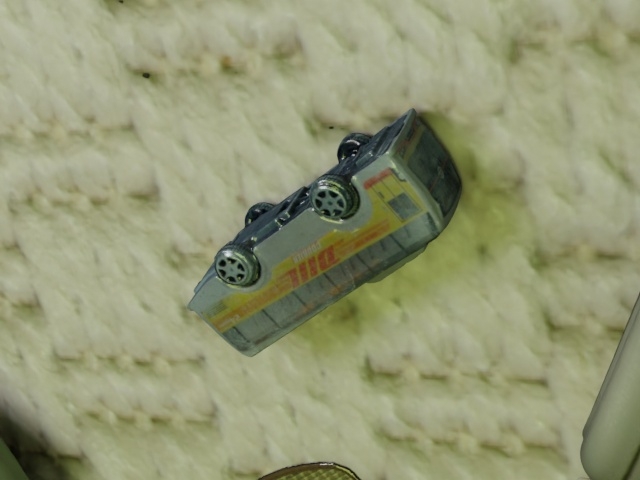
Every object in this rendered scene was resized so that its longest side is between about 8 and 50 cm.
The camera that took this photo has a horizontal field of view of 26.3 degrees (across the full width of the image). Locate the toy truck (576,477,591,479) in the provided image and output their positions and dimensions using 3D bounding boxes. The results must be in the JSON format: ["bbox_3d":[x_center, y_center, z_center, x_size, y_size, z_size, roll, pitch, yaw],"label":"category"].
[{"bbox_3d":[0.192,0.236,0.820,0.114,0.135,0.270,12,116,23],"label":"toy truck"}]

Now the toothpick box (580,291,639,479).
[{"bbox_3d":[0.305,0.062,0.632,0.316,0.229,0.229,21,123,13],"label":"toothpick box"}]

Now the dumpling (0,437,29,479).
[{"bbox_3d":[-0.328,0.234,1.035,0.321,0.212,0.269,11,84,36],"label":"dumpling"}]

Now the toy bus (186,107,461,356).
[{"bbox_3d":[0.000,0.000,0.823,0.190,0.064,0.075,-33,104,35],"label":"toy bus"}]

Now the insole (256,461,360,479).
[{"bbox_3d":[-0.054,0.229,1.007,0.253,0.005,0.086,-36,97,36],"label":"insole"}]
